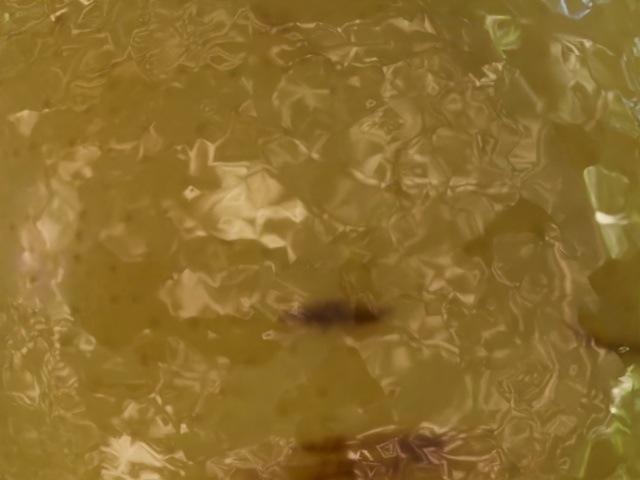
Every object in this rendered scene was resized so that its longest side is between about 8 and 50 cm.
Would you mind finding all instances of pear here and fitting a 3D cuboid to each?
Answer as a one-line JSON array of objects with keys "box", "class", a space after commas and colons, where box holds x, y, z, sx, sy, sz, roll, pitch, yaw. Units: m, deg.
[{"box": [0.000, 0.000, 0.607, 0.348, 0.348, 0.348, 3, -82, 23], "class": "pear"}]
